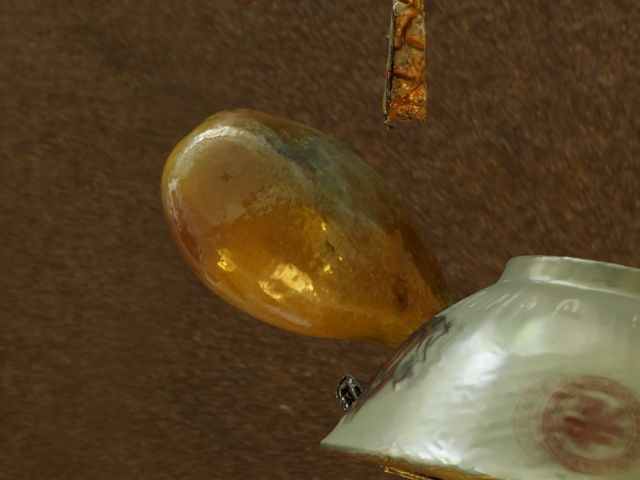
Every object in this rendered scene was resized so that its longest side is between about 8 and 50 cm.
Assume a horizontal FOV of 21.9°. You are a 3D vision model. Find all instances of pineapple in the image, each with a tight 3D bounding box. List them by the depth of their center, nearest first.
[{"bbox_3d":[0.093,-0.220,1.771,0.047,0.221,0.221,2,82,0],"label":"pineapple"}]

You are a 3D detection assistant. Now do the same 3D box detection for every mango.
[{"bbox_3d":[0.000,0.000,1.459,0.146,0.316,0.193,-39,31,40],"label":"mango"}]

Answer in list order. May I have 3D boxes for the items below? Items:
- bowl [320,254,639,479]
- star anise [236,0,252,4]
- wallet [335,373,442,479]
[{"bbox_3d":[0.178,0.100,1.073,0.337,0.337,0.158,10,82,14],"label":"bowl"},{"bbox_3d":[0.002,-0.172,0.607,0.063,0.208,0.172,26,78,40],"label":"star anise"},{"bbox_3d":[0.174,0.211,1.529,0.317,0.169,0.044,23,103,-22],"label":"wallet"}]
